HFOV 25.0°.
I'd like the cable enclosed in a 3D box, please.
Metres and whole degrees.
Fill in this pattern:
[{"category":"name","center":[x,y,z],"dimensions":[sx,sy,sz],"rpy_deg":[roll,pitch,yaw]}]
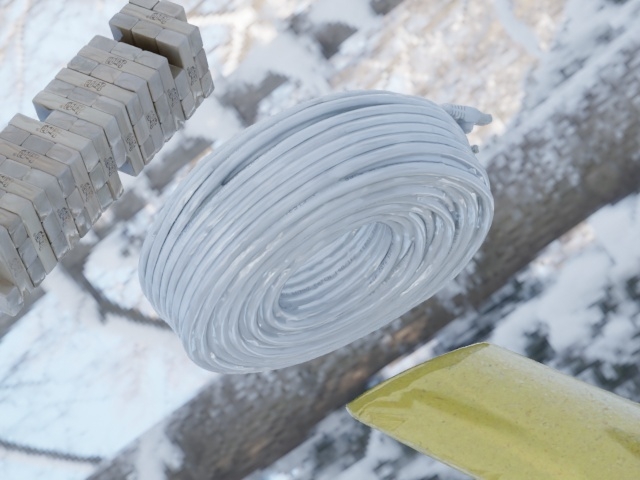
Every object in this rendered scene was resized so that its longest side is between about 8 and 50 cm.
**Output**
[{"category":"cable","center":[0.000,0.000,1.039],"dimensions":[0.257,0.257,0.089],"rpy_deg":[8,-137,-51]}]

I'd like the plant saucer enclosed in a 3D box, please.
[{"category":"plant saucer","center":[0.236,0.161,0.928],"dimensions":[0.332,0.081,0.333],"rpy_deg":[21,178,40]}]

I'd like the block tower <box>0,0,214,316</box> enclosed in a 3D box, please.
[{"category":"block tower","center":[-0.226,-0.089,1.345],"dimensions":[0.091,0.335,0.097],"rpy_deg":[21,148,25]}]
